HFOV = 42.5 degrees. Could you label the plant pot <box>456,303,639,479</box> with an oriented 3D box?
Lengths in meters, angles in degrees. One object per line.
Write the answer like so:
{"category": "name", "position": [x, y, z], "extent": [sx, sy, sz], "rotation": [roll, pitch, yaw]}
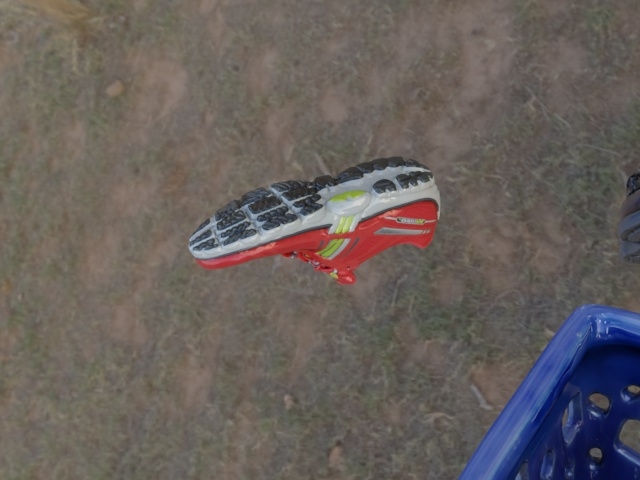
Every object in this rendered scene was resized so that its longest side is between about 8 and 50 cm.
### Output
{"category": "plant pot", "position": [0.202, 0.202, 0.438], "extent": [0.236, 0.236, 0.212], "rotation": [16, 129, 30]}

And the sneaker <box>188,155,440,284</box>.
{"category": "sneaker", "position": [0.000, 0.000, 0.891], "extent": [0.107, 0.279, 0.118], "rotation": [-113, 11, -62]}

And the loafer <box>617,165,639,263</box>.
{"category": "loafer", "position": [0.301, -0.044, 0.700], "extent": [0.109, 0.302, 0.095], "rotation": [-6, 79, 11]}
